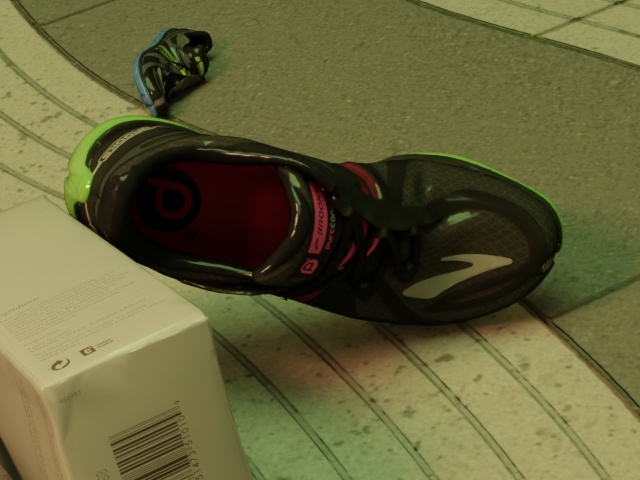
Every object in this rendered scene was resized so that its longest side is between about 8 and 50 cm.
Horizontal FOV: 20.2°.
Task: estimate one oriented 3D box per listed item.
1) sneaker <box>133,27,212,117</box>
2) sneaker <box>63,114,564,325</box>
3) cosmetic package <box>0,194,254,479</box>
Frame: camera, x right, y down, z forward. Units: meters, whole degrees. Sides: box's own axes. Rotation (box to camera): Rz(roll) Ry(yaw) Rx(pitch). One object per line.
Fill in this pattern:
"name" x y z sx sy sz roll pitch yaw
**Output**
"sneaker" -0.183 -0.219 2.259 0.078 0.067 0.188 -5 31 18
"sneaker" 0.000 0.000 1.690 0.482 0.185 0.202 5 13 -12
"cosmetic package" -0.217 0.122 1.588 0.156 0.217 0.385 -24 28 -19
